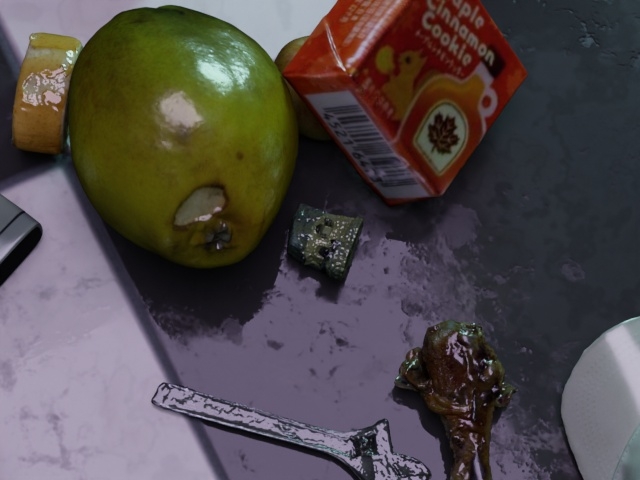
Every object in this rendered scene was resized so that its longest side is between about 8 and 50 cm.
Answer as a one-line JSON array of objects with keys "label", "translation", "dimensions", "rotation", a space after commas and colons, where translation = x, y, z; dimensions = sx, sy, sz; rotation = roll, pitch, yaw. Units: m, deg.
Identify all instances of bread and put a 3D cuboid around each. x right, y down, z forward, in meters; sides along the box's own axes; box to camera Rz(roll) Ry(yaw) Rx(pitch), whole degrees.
[{"label": "bread", "translation": [-0.314, -0.174, 1.887], "dimensions": [0.073, 0.122, 0.149], "rotation": [9, 70, -3]}]

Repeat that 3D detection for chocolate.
[{"label": "chocolate", "translation": [0.107, -0.194, 1.860], "dimensions": [0.235, 0.108, 0.237], "rotation": [-53, 124, -20]}]

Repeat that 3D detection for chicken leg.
[{"label": "chicken leg", "translation": [0.162, 0.187, 1.807], "dimensions": [0.125, 0.080, 0.196], "rotation": [-23, 79, -1]}]

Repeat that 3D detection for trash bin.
[{"label": "trash bin", "translation": [-0.405, -0.010, 1.852], "dimensions": [0.130, 0.059, 0.116], "rotation": [36, 69, 11]}]

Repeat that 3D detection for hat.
[{"label": "hat", "translation": [0.408, 0.214, 1.755], "dimensions": [0.257, 0.168, 0.301], "rotation": [-24, 73, -13]}]

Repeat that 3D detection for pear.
[{"label": "pear", "translation": [-0.154, -0.121, 1.810], "dimensions": [0.269, 0.269, 0.321], "rotation": [-20, 64, -10]}]

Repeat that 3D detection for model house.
[{"label": "model house", "translation": [0.000, 0.000, 1.867], "dimensions": [0.083, 0.066, 0.079], "rotation": [20, 68, 6]}]

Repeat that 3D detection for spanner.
[{"label": "spanner", "translation": [-0.032, 0.217, 1.807], "dimensions": [0.325, 0.026, 0.093], "rotation": [15, 70, 4]}]

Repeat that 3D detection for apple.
[{"label": "apple", "translation": [0.004, -0.184, 1.918], "dimensions": [0.126, 0.102, 0.126], "rotation": [1, 70, -3]}]
